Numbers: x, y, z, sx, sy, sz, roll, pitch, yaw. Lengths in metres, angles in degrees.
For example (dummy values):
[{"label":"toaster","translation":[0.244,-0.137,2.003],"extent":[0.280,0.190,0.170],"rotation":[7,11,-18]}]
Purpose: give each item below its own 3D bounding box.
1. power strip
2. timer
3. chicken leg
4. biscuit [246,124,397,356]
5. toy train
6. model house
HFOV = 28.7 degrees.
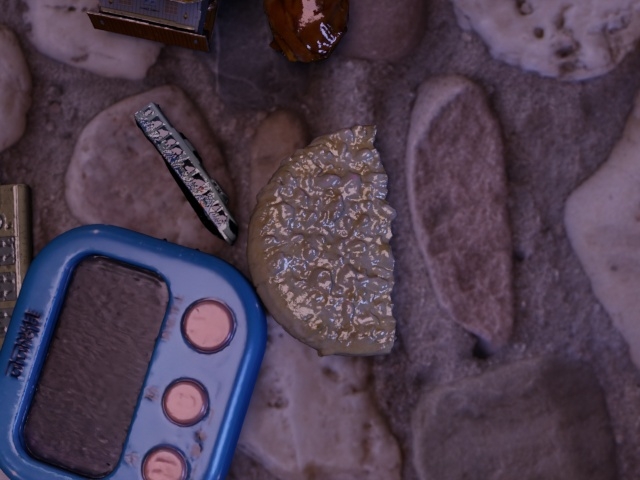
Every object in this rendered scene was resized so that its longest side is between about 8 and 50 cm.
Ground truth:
[{"label":"power strip","translation":[-0.419,0.021,1.622],"extent":[0.092,0.034,0.268],"rotation":[-4,83,10]},{"label":"timer","translation":[-0.235,0.162,1.532],"extent":[0.309,0.115,0.340],"rotation":[16,87,9]},{"label":"chicken leg","translation":[-0.006,-0.370,1.572],"extent":[0.113,0.093,0.305],"rotation":[4,80,22]},{"label":"biscuit","translation":[0.000,0.000,1.510],"extent":[0.179,0.084,0.281],"rotation":[0,78,-5]},{"label":"toy train","translation":[-0.163,-0.083,1.583],"extent":[0.047,0.043,0.207],"rotation":[-36,79,0]},{"label":"model house","translation":[-0.184,-0.316,1.591],"extent":[0.219,0.136,0.207],"rotation":[11,46,-3]}]
